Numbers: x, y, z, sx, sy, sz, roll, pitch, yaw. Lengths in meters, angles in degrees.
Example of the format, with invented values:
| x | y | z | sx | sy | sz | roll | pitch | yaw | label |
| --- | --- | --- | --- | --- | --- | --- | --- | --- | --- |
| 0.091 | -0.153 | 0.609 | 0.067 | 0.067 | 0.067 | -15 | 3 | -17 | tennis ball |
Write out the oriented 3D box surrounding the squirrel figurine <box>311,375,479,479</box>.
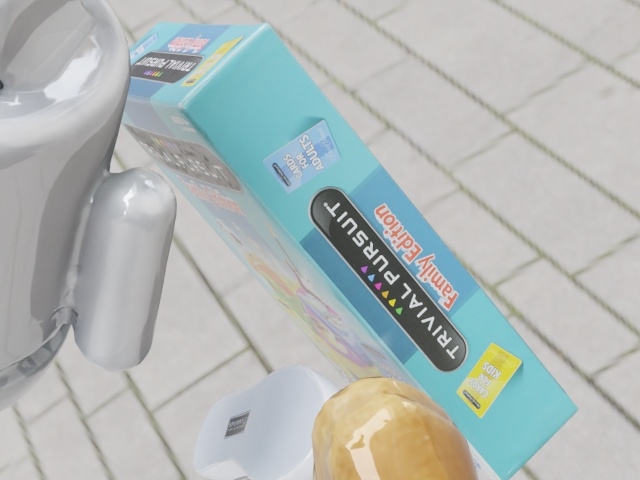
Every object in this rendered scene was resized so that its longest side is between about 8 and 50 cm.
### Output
| x | y | z | sx | sy | sz | roll | pitch | yaw | label |
| --- | --- | --- | --- | --- | --- | --- | --- | --- | --- |
| 0.214 | 0.220 | 0.641 | 0.370 | 0.397 | 0.281 | -15 | 47 | -15 | squirrel figurine |

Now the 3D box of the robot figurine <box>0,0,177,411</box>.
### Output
| x | y | z | sx | sy | sz | roll | pitch | yaw | label |
| --- | --- | --- | --- | --- | --- | --- | --- | --- | --- |
| -0.218 | -0.032 | 0.849 | 0.300 | 0.353 | 0.200 | 28 | 40 | 8 | robot figurine |

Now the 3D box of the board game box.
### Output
| x | y | z | sx | sy | sz | roll | pitch | yaw | label |
| --- | --- | --- | --- | --- | --- | --- | --- | --- | --- |
| 0.000 | 0.000 | 1.093 | 0.079 | 0.336 | 0.254 | -44 | 19 | -10 | board game box |

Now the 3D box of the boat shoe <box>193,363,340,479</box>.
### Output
| x | y | z | sx | sy | sz | roll | pitch | yaw | label |
| --- | --- | --- | --- | --- | --- | --- | --- | --- | --- |
| -0.015 | 0.136 | 1.013 | 0.228 | 0.076 | 0.080 | -29 | 41 | 64 | boat shoe |
